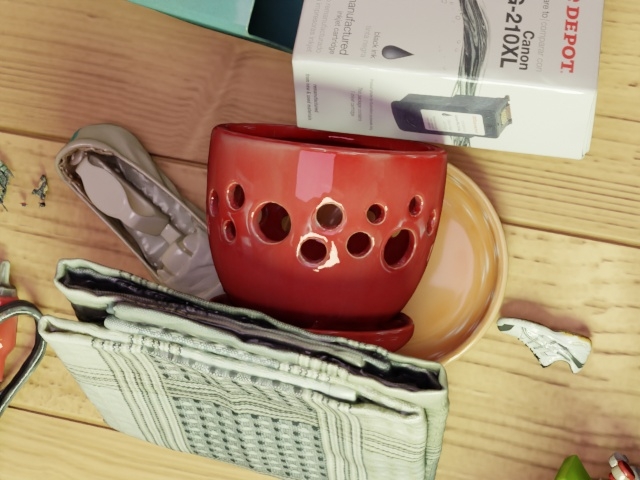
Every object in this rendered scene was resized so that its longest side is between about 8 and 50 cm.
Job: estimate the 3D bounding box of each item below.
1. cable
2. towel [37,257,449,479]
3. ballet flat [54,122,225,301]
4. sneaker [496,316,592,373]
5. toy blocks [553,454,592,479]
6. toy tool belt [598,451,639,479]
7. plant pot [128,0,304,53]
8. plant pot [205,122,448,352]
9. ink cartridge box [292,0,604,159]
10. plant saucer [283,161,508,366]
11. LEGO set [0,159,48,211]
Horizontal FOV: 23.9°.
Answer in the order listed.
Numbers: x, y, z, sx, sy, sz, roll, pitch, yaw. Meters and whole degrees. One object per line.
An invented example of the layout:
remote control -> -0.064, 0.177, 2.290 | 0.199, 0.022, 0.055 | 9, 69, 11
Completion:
cable -> -0.316, 0.155, 1.394 | 0.139, 0.072, 0.287 | -2, 104, -6
towel -> -0.055, 0.133, 1.206 | 0.312, 0.324, 0.056 | 16, 65, 10
ballet flat -> -0.139, -0.004, 1.327 | 0.248, 0.086, 0.086 | 44, 99, 6
sneaker -> 0.188, 0.090, 1.292 | 0.083, 0.032, 0.037 | 17, 95, 10
toy blocks -> 0.183, 0.399, 1.232 | 0.261, 0.191, 0.381 | -29, 96, 27
toy tool belt -> 0.253, 0.215, 1.263 | 0.051, 0.083, 0.052 | -41, 47, 15
plant pot -> -0.121, -0.268, 1.281 | 0.234, 0.166, 0.165 | 15, 95, 17
plant pot -> 0.000, 0.000, 1.208 | 0.191, 0.191, 0.174 | 7, 96, 11
ink cartridge box -> 0.108, -0.171, 1.220 | 0.237, 0.100, 0.172 | 7, 61, 6
plant saucer -> 0.064, 0.019, 1.311 | 0.200, 0.037, 0.200 | 1, 93, 11
LEGO set -> -0.290, -0.048, 1.388 | 0.083, 0.023, 0.054 | 22, 98, -4
